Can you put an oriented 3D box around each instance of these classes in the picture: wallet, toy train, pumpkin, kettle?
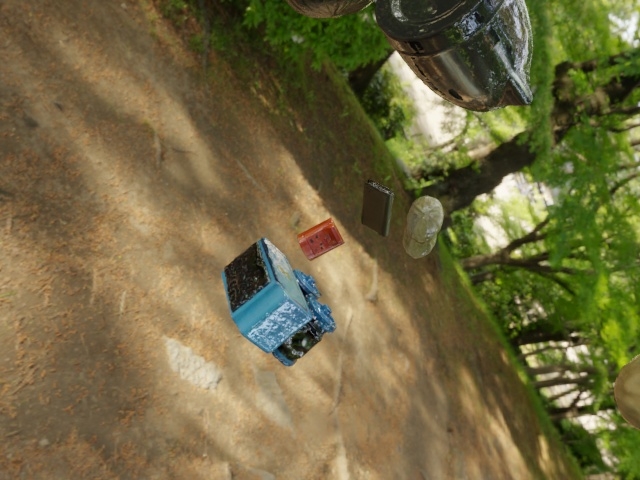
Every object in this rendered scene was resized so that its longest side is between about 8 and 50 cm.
[{"bbox_3d":[0.184,-0.105,1.743,0.031,0.110,0.198,-40,149,-29],"label":"wallet"},{"bbox_3d":[-0.110,0.152,1.339,0.265,0.188,0.300,46,8,-33],"label":"toy train"},{"bbox_3d":[0.024,-0.616,1.216,0.249,0.250,0.216,-61,159,-55],"label":"pumpkin"},{"bbox_3d":[0.257,-0.389,1.021,0.324,0.228,0.321,33,13,-47],"label":"kettle"}]

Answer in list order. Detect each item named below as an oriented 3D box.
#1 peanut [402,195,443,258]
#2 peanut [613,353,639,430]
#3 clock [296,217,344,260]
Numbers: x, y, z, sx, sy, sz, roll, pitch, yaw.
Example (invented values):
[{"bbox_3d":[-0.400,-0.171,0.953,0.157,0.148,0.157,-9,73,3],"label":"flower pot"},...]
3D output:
[{"bbox_3d":[0.262,-0.028,1.375,0.214,0.090,0.098,87,-8,-58],"label":"peanut"},{"bbox_3d":[0.566,0.244,0.727,0.159,0.291,0.142,-11,111,-42],"label":"peanut"},{"bbox_3d":[0.000,0.000,2.008,0.113,0.155,0.061,61,3,-14],"label":"clock"}]
